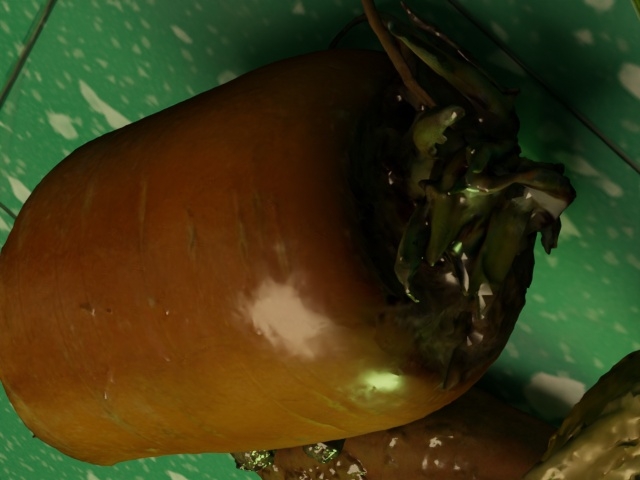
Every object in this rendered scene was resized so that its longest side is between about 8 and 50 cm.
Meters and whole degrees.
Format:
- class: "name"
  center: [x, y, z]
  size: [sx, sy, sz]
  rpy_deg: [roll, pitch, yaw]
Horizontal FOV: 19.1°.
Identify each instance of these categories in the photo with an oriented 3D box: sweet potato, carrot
- class: "sweet potato"
  center: [0.054, 0.128, 1.157]
  size: [0.354, 0.095, 0.106]
  rpy_deg: [8, 167, 38]
- class: "carrot"
  center: [0.000, 0.000, 0.958]
  size: [0.331, 0.214, 0.193]
  rpy_deg: [-13, 134, 46]

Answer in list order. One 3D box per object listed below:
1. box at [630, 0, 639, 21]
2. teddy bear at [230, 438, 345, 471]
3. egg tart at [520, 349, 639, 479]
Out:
- class: "box"
  center: [0.177, -0.117, 0.720]
  size: [0.134, 0.097, 0.345]
  rpy_deg: [11, 139, 51]
- class: "teddy bear"
  center: [-0.003, 0.075, 1.115]
  size: [0.160, 0.119, 0.078]
  rpy_deg: [-13, 139, 43]
- class: "egg tart"
  center: [0.197, 0.142, 0.921]
  size: [0.118, 0.288, 0.288]
  rpy_deg: [-114, 0, -55]
